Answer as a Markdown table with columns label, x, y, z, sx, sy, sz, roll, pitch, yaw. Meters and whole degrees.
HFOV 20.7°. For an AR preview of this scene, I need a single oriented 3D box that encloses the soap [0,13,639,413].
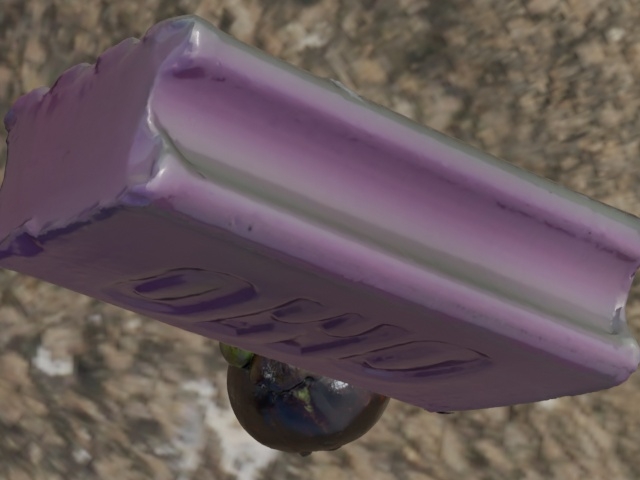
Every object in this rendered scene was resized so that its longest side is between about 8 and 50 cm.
| label | x | y | z | sx | sy | sz | roll | pitch | yaw |
| --- | --- | --- | --- | --- | --- | --- | --- | --- | --- |
| soap | 0.000 | 0.000 | 0.596 | 0.203 | 0.122 | 0.065 | 20 | 69 | -30 |

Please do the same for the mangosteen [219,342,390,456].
| label | x | y | z | sx | sy | sz | roll | pitch | yaw |
| --- | --- | --- | --- | --- | --- | --- | --- | --- | --- |
| mangosteen | -0.014 | 0.107 | 1.630 | 0.172 | 0.172 | 0.184 | -23 | 87 | -13 |
